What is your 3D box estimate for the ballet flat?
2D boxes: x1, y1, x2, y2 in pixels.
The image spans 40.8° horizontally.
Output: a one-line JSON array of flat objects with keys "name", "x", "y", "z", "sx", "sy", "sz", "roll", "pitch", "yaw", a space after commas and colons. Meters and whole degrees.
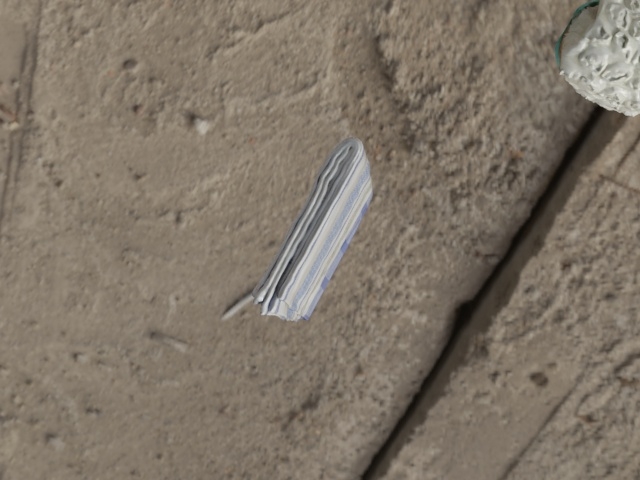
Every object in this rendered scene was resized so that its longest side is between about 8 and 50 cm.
[{"name": "ballet flat", "x": 0.451, "y": -0.203, "z": 1.052, "sx": 0.409, "sy": 0.147, "sz": 0.147, "roll": 5, "pitch": 140, "yaw": -44}]

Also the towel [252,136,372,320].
[{"name": "towel", "x": 0.000, "y": 0.000, "z": 1.008, "sx": 0.034, "sy": 0.285, "sz": 0.209, "roll": 28, "pitch": 86, "yaw": 9}]
